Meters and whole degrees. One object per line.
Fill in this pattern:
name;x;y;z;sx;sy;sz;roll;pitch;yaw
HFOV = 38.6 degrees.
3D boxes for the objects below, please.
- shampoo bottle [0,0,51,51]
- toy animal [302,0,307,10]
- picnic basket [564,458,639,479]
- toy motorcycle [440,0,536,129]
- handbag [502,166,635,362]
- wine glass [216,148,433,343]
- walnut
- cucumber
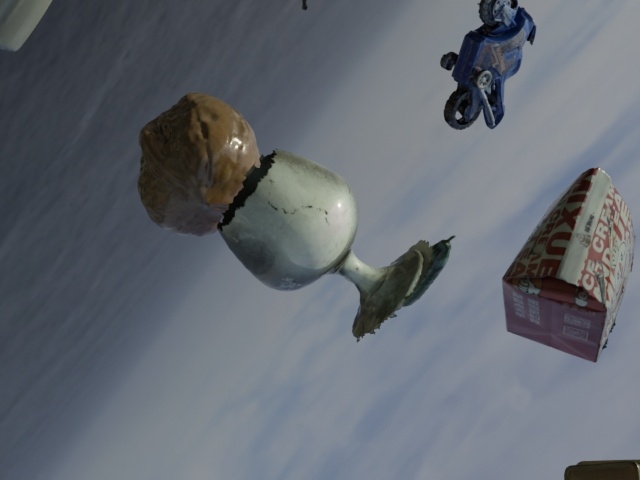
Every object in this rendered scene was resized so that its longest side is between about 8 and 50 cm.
shampoo bottle;-0.286;-0.336;0.898;0.284;0.153;0.071;-52;159;13
toy animal;-0.143;-0.550;1.899;0.070;0.253;0.079;-97;-160;-56
picnic basket;0.576;0.556;1.746;0.165;0.139;0.266;-18;-121;40
toy motorcycle;0.230;-0.243;1.230;0.114;0.076;0.205;-7;124;-37
handbag;0.334;0.028;1.225;0.171;0.151;0.298;-63;157;-19
wine glass;0.000;0.000;1.545;0.238;0.323;0.238;-47;-165;17
walnut;-0.232;-0.139;1.735;0.273;0.227;0.273;-17;-135;18
cucumber;0.231;0.073;2.021;0.250;0.056;0.056;-61;178;39
